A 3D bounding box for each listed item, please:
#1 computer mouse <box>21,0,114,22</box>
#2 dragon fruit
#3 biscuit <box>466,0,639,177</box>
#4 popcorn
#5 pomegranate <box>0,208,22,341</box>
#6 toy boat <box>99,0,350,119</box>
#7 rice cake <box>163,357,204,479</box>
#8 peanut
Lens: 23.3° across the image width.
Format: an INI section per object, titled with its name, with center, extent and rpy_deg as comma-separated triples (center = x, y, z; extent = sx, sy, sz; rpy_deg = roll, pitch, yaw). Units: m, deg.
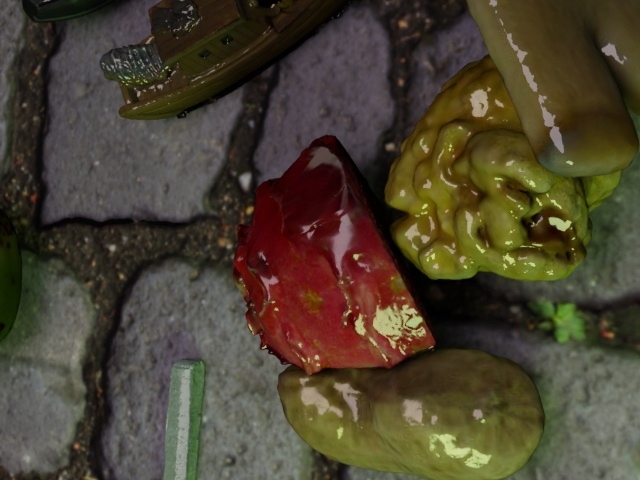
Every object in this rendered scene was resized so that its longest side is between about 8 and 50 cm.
[computer mouse]
center = -0.234, -0.316, 1.694
extent = 0.231, 0.071, 0.126
rpy_deg = -35, 55, 15
[dragon fruit]
center = 0.000, 0.000, 1.431
extent = 0.262, 0.163, 0.189
rpy_deg = -109, 17, -49
[biscuit]
center = 0.233, -0.196, 1.308
extent = 0.062, 0.237, 0.291
rpy_deg = -50, 56, 55
[popcorn]
center = 0.158, -0.062, 1.349
extent = 0.226, 0.203, 0.200
rpy_deg = -17, 98, 9
[pomegranate]
center = -0.440, 0.036, 1.745
extent = 0.248, 0.214, 0.214
rpy_deg = -156, 78, -69
[toy boat]
center = -0.094, -0.222, 1.570
extent = 0.321, 0.121, 0.089
rpy_deg = -28, 67, 28
[rice cake]
center = -0.145, 0.208, 1.624
extent = 0.033, 0.029, 0.171
rpy_deg = 4, 90, 26
[peanut]
center = 0.079, 0.154, 1.424
extent = 0.253, 0.137, 0.122
rpy_deg = 2, 68, 32
